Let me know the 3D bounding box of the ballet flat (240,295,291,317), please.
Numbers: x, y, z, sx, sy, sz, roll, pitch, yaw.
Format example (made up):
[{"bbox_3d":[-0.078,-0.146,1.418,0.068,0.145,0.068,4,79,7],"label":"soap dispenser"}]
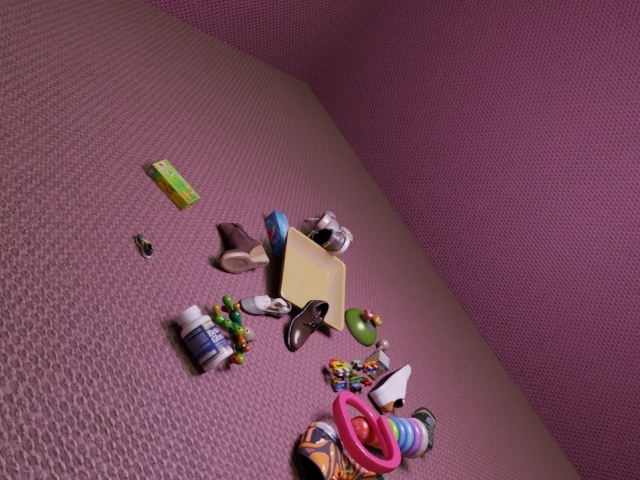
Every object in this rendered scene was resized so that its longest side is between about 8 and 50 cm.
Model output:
[{"bbox_3d":[-0.182,0.217,1.824,0.213,0.068,0.072,20,37,-49],"label":"ballet flat"}]

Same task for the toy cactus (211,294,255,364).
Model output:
[{"bbox_3d":[-0.255,0.279,1.595,0.219,0.112,0.180,61,6,29],"label":"toy cactus"}]

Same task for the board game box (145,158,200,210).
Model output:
[{"bbox_3d":[-0.516,-0.196,1.865,0.181,0.043,0.092,48,24,-5],"label":"board game box"}]

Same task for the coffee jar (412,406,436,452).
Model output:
[{"bbox_3d":[0.403,0.742,2.092,0.096,0.079,0.184,49,23,-3],"label":"coffee jar"}]

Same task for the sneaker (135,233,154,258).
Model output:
[{"bbox_3d":[-0.515,0.011,1.568,0.083,0.035,0.031,57,23,15],"label":"sneaker"}]

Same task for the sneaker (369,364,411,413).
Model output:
[{"bbox_3d":[0.296,0.593,2.106,0.290,0.106,0.123,-20,76,-55],"label":"sneaker"}]

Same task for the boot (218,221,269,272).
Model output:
[{"bbox_3d":[-0.314,0.017,1.902,0.207,0.090,0.248,48,21,25],"label":"boot"}]

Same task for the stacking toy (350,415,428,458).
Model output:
[{"bbox_3d":[0.222,0.662,1.827,0.330,0.141,0.141,26,33,-38],"label":"stacking toy"}]

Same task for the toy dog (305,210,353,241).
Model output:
[{"bbox_3d":[0.019,-0.039,2.527,0.220,0.161,0.333,51,8,8],"label":"toy dog"}]

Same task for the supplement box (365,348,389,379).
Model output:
[{"bbox_3d":[0.227,0.496,2.129,0.056,0.083,0.083,45,23,-12],"label":"supplement box"}]

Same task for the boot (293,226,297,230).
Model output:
[{"bbox_3d":[-0.105,0.017,2.234,0.037,0.106,0.114,-5,49,-18],"label":"boot"}]

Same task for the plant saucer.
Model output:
[{"bbox_3d":[-0.043,0.162,2.078,0.332,0.081,0.333,35,41,-32],"label":"plant saucer"}]

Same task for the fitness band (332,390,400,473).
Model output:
[{"bbox_3d":[0.136,0.584,1.626,0.209,0.054,0.291,29,18,-27],"label":"fitness band"}]

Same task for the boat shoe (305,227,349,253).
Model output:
[{"bbox_3d":[0.002,-0.004,2.266,0.091,0.109,0.305,35,-17,-29],"label":"boat shoe"}]

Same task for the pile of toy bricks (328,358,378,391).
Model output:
[{"bbox_3d":[0.102,0.478,1.941,0.212,0.118,0.105,3,21,-40],"label":"pile of toy bricks"}]

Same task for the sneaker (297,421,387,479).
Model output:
[{"bbox_3d":[0.054,0.687,1.519,0.321,0.125,0.180,39,27,1],"label":"sneaker"}]

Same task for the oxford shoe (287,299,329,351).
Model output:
[{"bbox_3d":[-0.042,0.291,1.864,0.083,0.096,0.227,51,51,-24],"label":"oxford shoe"}]

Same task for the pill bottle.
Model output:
[{"bbox_3d":[-0.324,0.266,1.461,0.169,0.094,0.094,53,23,6],"label":"pill bottle"}]

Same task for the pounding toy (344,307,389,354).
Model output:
[{"bbox_3d":[0.217,0.369,2.270,0.237,0.110,0.183,55,24,11],"label":"pounding toy"}]

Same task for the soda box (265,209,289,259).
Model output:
[{"bbox_3d":[-0.168,-0.024,2.209,0.071,0.067,0.210,28,31,-41],"label":"soda box"}]
